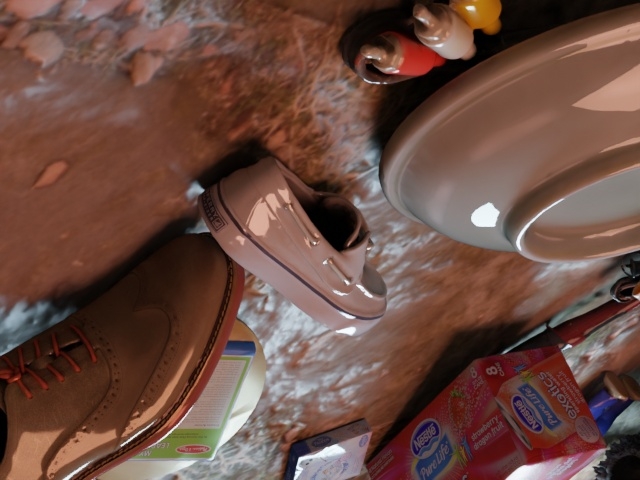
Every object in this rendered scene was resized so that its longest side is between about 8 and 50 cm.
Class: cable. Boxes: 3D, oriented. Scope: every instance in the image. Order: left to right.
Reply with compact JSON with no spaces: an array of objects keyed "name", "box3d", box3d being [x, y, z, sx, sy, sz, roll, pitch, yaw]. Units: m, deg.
[{"name":"cable","box3d":[0.126,-0.146,1.493,0.139,0.072,0.287,-39,149,22]}]

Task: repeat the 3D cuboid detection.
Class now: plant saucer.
[{"name":"plant saucer","box3d":[0.252,-0.067,1.586,0.400,0.101,0.400,-13,159,-5]}]

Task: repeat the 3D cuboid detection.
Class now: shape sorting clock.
[{"name":"shape sorting clock","box3d":[-0.147,0.140,1.683,0.206,0.040,0.206,-16,130,-20]}]

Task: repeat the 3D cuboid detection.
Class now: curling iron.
[{"name":"curling iron","box3d":[0.256,0.093,1.998,0.274,0.035,0.068,-32,129,10]}]

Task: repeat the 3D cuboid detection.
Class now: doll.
[{"name":"doll","box3d":[0.307,0.236,2.234,0.129,0.046,0.189,12,128,-48]}]

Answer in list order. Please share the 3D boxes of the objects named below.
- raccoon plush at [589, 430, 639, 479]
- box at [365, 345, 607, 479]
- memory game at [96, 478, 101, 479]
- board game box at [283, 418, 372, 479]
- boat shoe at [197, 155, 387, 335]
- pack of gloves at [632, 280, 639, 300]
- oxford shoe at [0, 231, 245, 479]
[{"name":"raccoon plush","box3d":[0.472,0.208,2.278,0.299,0.216,0.446,-60,-171,-3]},{"name":"box","box3d":[0.172,0.233,1.995,0.122,0.128,0.257,-6,151,-34]},{"name":"memory game","box3d":[-0.158,0.179,1.777,0.186,0.012,0.186,-22,148,-15]},{"name":"board game box","box3d":[0.007,0.236,1.996,0.090,0.020,0.090,-16,146,-22]},{"name":"boat shoe","box3d":[0.000,0.000,1.583,0.088,0.096,0.267,-34,141,15]},{"name":"pack of gloves","box3d":[0.447,0.020,1.991,0.195,0.046,0.232,-53,146,5]},{"name":"oxford shoe","box3d":[-0.203,0.121,1.523,0.348,0.123,0.130,-49,140,4]}]
